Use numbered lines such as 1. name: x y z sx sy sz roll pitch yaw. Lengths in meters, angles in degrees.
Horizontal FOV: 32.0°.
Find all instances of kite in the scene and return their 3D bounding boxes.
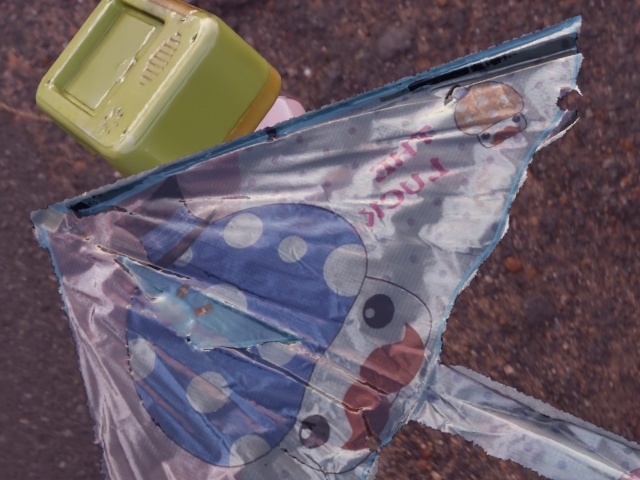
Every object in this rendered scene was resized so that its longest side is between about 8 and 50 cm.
1. kite: 0.010 0.054 0.503 0.368 0.014 0.406 22 73 22

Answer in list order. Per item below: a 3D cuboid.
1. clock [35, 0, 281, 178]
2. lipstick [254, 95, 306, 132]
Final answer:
1. clock: -0.135 -0.121 0.907 0.143 0.096 0.202 -51 38 -4
2. lipstick: 0.000 0.000 1.150 0.087 0.087 0.327 -27 61 7
